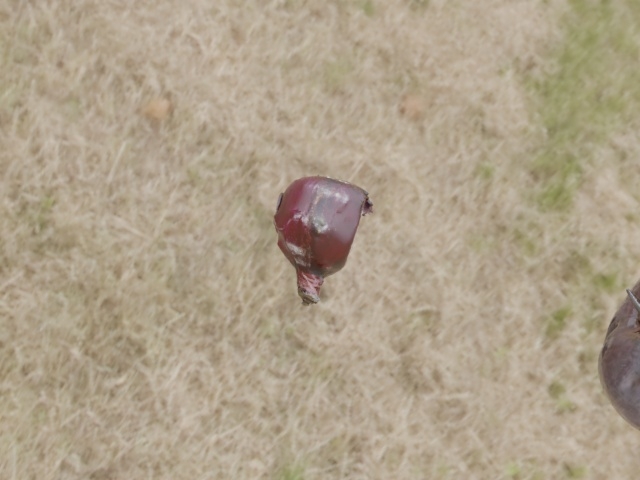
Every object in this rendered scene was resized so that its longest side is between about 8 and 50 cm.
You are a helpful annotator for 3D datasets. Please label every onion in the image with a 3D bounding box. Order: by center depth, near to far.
[{"bbox_3d":[-0.014,-0.006,1.559,0.135,0.173,0.198,23,78,10],"label":"onion"}]

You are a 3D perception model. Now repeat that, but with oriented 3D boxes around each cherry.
[{"bbox_3d":[0.318,0.089,0.843,0.176,0.176,0.140,30,8,-7],"label":"cherry"}]
